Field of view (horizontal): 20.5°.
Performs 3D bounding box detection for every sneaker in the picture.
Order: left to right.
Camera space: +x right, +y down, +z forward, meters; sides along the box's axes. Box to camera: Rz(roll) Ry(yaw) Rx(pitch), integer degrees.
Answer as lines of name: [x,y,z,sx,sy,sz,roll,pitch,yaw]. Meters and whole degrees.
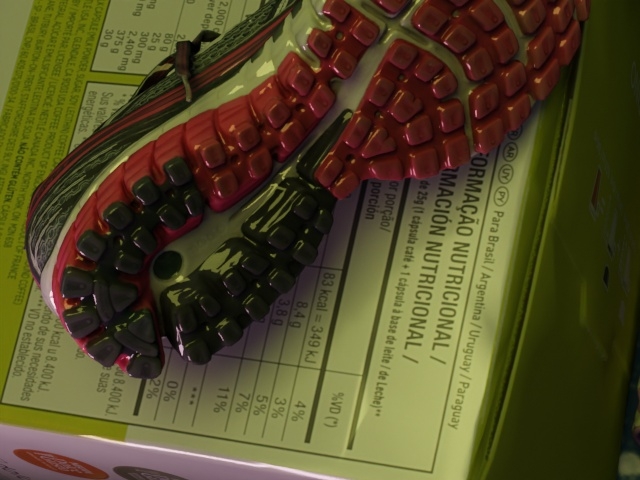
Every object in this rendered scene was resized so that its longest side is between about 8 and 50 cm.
sneaker: [-0.009,-0.072,0.790,0.299,0.121,0.112,-36,34,-7]

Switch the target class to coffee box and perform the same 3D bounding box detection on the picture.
coffee box: [0.000,0.000,1.007,0.334,0.337,0.338,6,72,20]

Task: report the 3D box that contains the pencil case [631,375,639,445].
pencil case: [0.240,0.034,1.051,0.086,0.088,0.206,4,73,23]
